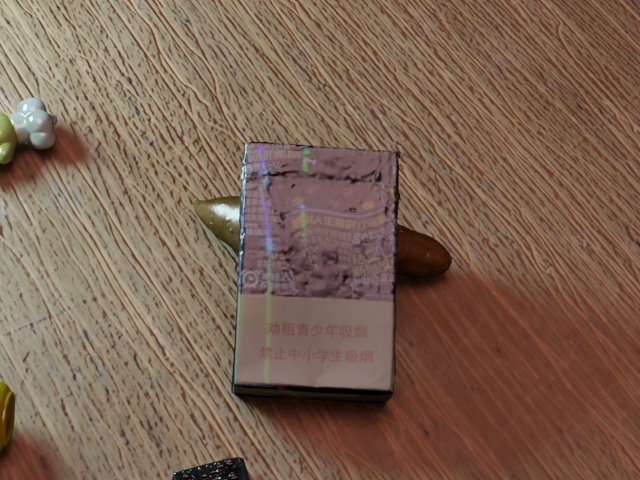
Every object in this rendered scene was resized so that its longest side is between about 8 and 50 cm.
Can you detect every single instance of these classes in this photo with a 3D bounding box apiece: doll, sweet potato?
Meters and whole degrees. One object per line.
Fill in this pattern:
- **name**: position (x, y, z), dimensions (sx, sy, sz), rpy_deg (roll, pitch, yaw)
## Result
- **doll**: position (-0.439, -0.146, 2.001), dimensions (0.163, 0.062, 0.106), rpy_deg (-19, 59, -18)
- **sweet potato**: position (-0.006, 0.005, 1.900), dimensions (0.355, 0.095, 0.106), rpy_deg (11, 24, 5)

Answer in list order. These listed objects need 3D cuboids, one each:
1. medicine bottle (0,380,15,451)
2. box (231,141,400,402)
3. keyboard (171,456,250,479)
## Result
- **medicine bottle**: position (-0.493, 0.207, 1.711), dimensions (0.261, 0.064, 0.095), rpy_deg (1, 59, 2)
- **box**: position (-0.006, 0.040, 1.800), dimensions (0.198, 0.084, 0.310), rpy_deg (3, 76, -2)
- **keyboard**: position (-0.100, 0.351, 1.654), dimensions (0.094, 0.025, 0.230), rpy_deg (-13, 54, -12)
